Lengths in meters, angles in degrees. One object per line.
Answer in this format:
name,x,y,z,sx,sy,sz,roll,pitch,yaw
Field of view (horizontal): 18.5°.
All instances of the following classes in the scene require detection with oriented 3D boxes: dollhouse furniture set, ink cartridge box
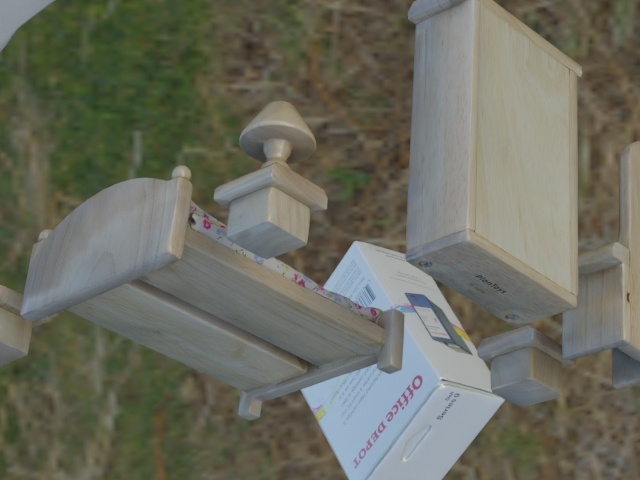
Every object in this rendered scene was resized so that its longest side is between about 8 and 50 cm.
dollhouse furniture set,0.000,0.000,1.244,0.355,0.303,0.174,-21,53,39
ink cartridge box,0.066,0.130,1.915,0.154,0.093,0.212,-56,39,23

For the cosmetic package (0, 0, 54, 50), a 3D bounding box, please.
cosmetic package,-0.216,-0.154,0.769,0.238,0.127,0.107,28,146,28
